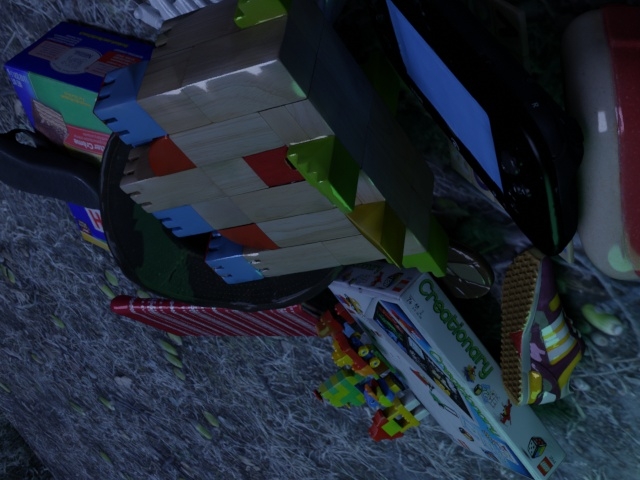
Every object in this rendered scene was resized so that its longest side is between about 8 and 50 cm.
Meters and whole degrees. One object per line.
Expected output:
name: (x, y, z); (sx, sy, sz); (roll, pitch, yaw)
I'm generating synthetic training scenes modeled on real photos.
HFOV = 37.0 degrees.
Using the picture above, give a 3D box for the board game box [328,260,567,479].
board game box: (0.147, 0.152, 1.156); (0.305, 0.053, 0.193); (52, 163, -19)

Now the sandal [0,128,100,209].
sandal: (-0.375, -0.103, 1.281); (0.254, 0.054, 0.097); (20, 149, 24)

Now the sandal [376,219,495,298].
sandal: (0.121, 0.010, 1.085); (0.090, 0.060, 0.219); (51, 162, -20)

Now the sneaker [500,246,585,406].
sneaker: (0.246, 0.091, 1.039); (0.069, 0.083, 0.186); (-123, 31, -61)

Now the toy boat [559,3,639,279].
toy boat: (0.276, -0.077, 0.764); (0.151, 0.151, 0.231); (-6, 129, 14)

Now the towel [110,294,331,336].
towel: (-0.123, 0.101, 1.301); (0.274, 0.031, 0.199); (-2, 165, 19)

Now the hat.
hat: (-0.101, -0.074, 1.111); (0.331, 0.134, 0.331); (-3, 129, -3)

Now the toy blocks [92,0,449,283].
toy blocks: (-0.069, -0.083, 0.919); (0.260, 0.191, 0.381); (-10, 143, 28)

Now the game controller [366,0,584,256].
game controller: (0.112, -0.129, 0.790); (0.167, 0.067, 0.319); (78, 166, -50)

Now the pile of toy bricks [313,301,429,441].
pile of toy bricks: (0.042, 0.182, 1.254); (0.212, 0.105, 0.118); (48, -172, -43)

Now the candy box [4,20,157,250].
candy box: (-0.245, -0.106, 1.279); (0.268, 0.122, 0.317); (21, 143, 32)

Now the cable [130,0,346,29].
cable: (-0.086, -0.283, 0.937); (0.257, 0.089, 0.257); (37, 146, 9)

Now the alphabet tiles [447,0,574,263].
alphabet tiles: (0.157, -0.117, 0.856); (0.198, 0.009, 0.237); (49, 162, 49)
